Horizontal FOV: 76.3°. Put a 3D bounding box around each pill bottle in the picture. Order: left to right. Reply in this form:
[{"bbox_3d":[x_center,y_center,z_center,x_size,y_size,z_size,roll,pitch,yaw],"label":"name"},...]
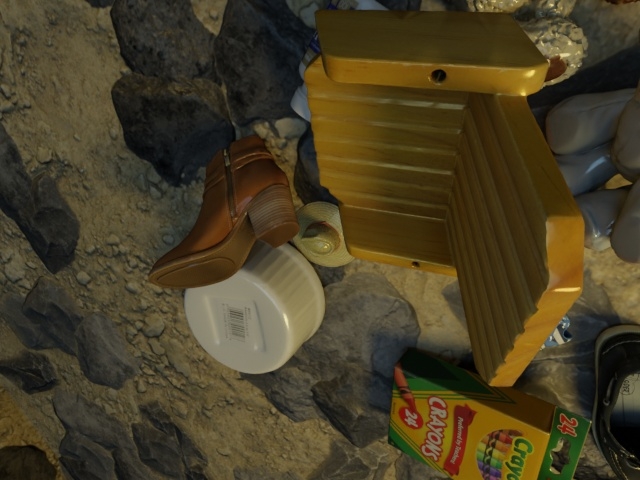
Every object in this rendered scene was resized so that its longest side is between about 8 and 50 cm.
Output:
[{"bbox_3d":[0.032,-0.271,0.620,0.112,0.112,0.187,36,118,4],"label":"pill bottle"}]

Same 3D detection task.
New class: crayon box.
[{"bbox_3d":[0.286,0.351,0.746,0.318,0.081,0.202,14,116,32],"label":"crayon box"}]

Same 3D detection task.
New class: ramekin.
[{"bbox_3d":[-0.142,0.135,0.834,0.277,0.135,0.277,9,115,20],"label":"ramekin"}]

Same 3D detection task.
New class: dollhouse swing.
[{"bbox_3d":[0.100,-0.035,0.506,0.315,0.305,0.347,10,145,15],"label":"dollhouse swing"}]

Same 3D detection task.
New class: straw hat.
[{"bbox_3d":[0.000,0.000,0.772,0.144,0.061,0.145,8,114,18],"label":"straw hat"}]

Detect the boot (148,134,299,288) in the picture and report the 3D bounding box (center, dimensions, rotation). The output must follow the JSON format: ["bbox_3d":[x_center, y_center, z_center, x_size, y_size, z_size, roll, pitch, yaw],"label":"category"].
[{"bbox_3d":[-0.188,-0.056,0.723,0.283,0.109,0.220,-30,60,11],"label":"boot"}]

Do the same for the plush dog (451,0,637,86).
[{"bbox_3d":[0.270,-0.354,0.483,0.225,0.211,0.262,-30,126,14],"label":"plush dog"}]

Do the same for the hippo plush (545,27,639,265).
[{"bbox_3d":[0.448,-0.127,0.499,0.236,0.234,0.294,-12,125,-6],"label":"hippo plush"}]

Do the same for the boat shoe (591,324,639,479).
[{"bbox_3d":[0.528,0.312,0.664,0.127,0.113,0.340,-6,109,23],"label":"boat shoe"}]

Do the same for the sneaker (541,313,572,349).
[{"bbox_3d":[0.378,0.116,0.679,0.059,0.053,0.144,-13,114,26],"label":"sneaker"}]

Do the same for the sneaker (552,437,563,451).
[{"bbox_3d":[0.393,0.341,0.771,0.135,0.052,0.058,17,106,7],"label":"sneaker"}]
